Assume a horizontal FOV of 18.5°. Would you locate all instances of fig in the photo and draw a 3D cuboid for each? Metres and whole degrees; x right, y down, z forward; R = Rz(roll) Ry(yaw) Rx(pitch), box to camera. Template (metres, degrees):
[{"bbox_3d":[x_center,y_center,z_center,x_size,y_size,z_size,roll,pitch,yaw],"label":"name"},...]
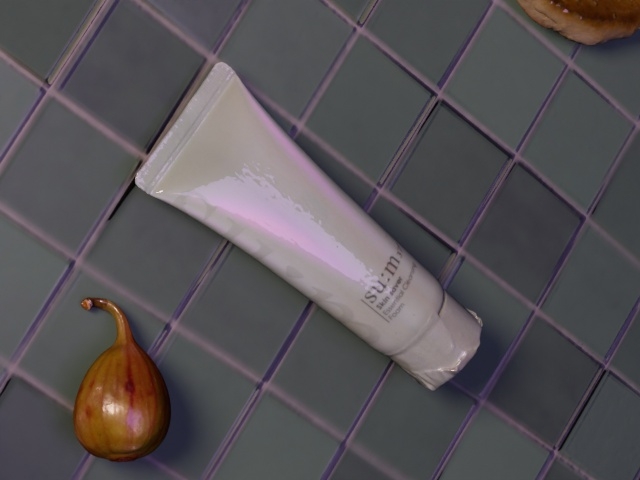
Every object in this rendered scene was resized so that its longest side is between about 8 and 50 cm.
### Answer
[{"bbox_3d":[-0.101,0.068,0.970,0.050,0.050,0.083,-6,80,-29],"label":"fig"}]

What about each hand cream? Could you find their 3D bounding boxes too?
[{"bbox_3d":[0.000,0.000,1.013,0.205,0.050,0.078,40,77,-23],"label":"hand cream"}]

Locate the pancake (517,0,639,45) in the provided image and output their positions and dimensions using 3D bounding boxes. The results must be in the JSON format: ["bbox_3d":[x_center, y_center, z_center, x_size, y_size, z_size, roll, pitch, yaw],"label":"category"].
[{"bbox_3d":[0.154,-0.187,1.084,0.158,0.028,0.158,-3,95,-29],"label":"pancake"}]
